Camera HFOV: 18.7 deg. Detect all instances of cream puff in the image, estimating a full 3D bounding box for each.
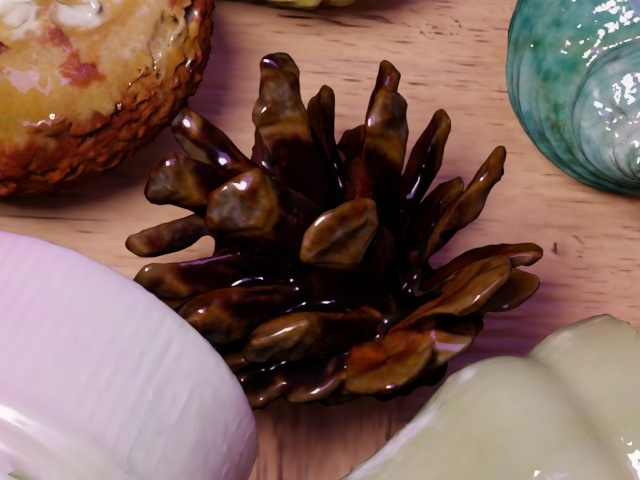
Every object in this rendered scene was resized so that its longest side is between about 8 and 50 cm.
[{"bbox_3d":[-0.183,-0.128,1.127,0.240,0.164,0.240,8,64,-18],"label":"cream puff"}]

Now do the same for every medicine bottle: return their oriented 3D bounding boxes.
[{"bbox_3d":[-0.185,0.196,0.771,0.219,0.219,0.388,24,53,2],"label":"medicine bottle"}]

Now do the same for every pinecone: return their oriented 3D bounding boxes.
[{"bbox_3d":[-0.001,-0.003,1.080,0.229,0.202,0.201,-22,81,6],"label":"pinecone"}]

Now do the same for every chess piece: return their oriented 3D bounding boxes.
[{"bbox_3d":[-0.006,0.217,0.995,0.442,0.234,0.234,-20,73,-10],"label":"chess piece"}]

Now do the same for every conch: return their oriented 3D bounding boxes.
[{"bbox_3d":[0.211,-0.108,1.185,0.196,0.134,0.202,22,67,3],"label":"conch"}]

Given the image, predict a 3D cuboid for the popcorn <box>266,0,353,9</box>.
[{"bbox_3d":[-0.012,-0.255,1.205,0.226,0.200,0.203,19,34,33],"label":"popcorn"}]
